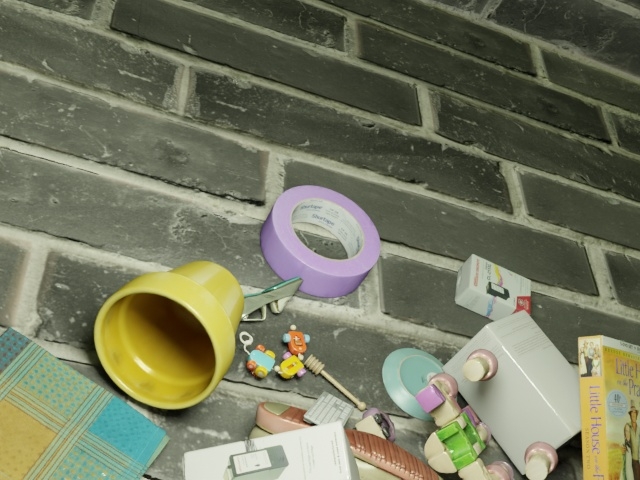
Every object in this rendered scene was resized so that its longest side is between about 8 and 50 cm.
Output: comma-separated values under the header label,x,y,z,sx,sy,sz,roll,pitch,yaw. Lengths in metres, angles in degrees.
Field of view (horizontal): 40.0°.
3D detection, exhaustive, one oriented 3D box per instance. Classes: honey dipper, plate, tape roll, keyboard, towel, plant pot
label,x,y,z,sx,sy,sz,roll,pitch,yaw
honey dipper,0.034,0.303,1.863,0.161,0.030,0.030,39,43,4
plate,0.227,0.315,1.964,0.188,0.024,0.188,16,44,-16
tape roll,0.000,0.000,2.077,0.275,0.090,0.274,15,46,-16
keyboard,0.020,0.335,1.720,0.072,0.014,0.256,21,4,8
towel,-0.479,0.337,1.534,0.370,0.040,0.271,33,42,4
plant pot,-0.263,0.156,1.686,0.254,0.254,0.239,34,29,2

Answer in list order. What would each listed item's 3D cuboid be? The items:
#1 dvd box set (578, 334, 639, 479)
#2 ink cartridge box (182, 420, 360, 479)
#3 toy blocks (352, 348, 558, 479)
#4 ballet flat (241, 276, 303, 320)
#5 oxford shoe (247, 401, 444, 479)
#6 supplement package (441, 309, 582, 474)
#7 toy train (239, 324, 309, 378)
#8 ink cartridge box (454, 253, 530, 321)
label,x,y,z,sx,sy,sz,roll,pitch,yaw
dvd box set,0.659,0.431,1.885,0.308,0.062,0.420,19,68,-43
ink cartridge box,-0.074,0.420,1.488,0.273,0.198,0.114,-12,51,4
toy blocks,0.290,0.406,1.815,0.288,0.309,0.260,59,15,11
ballet flat,-0.120,0.135,1.913,0.213,0.072,0.068,-16,88,-38
oxford shoe,0.048,0.436,1.664,0.397,0.146,0.140,21,3,4
supplement package,0.451,0.332,1.953,0.178,0.175,0.293,-11,57,-47
toy train,-0.094,0.239,1.838,0.166,0.046,0.125,3,49,-32
ink cartridge box,0.436,0.129,2.218,0.175,0.072,0.127,24,44,-9
